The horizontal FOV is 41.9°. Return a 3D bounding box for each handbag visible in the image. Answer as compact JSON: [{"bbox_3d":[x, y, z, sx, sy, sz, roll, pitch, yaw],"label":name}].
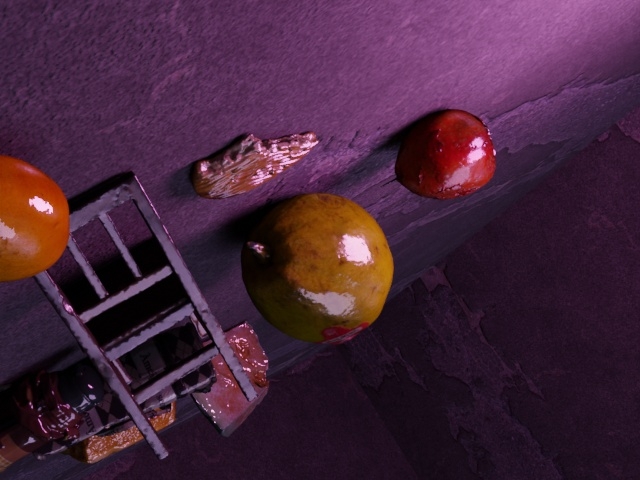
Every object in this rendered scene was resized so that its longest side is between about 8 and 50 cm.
[{"bbox_3d":[-0.456,0.349,1.891,0.415,0.180,0.317,-23,170,-17],"label":"handbag"}]

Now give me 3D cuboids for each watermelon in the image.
[{"bbox_3d":[-0.279,0.409,2.382,0.302,0.264,0.151,-27,168,-44],"label":"watermelon"}]

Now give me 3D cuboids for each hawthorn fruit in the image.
[{"bbox_3d":[0.227,-0.149,1.633,0.235,0.181,0.181,-30,168,-6],"label":"hawthorn fruit"}]

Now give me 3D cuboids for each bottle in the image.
[{"bbox_3d":[-0.547,0.342,1.619,0.271,0.156,0.143,-30,-153,1],"label":"bottle"}]

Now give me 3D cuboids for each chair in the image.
[{"bbox_3d":[-0.286,0.078,1.231,0.203,0.416,0.240,-30,-147,-11],"label":"chair"}]

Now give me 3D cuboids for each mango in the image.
[{"bbox_3d":[-0.334,-0.020,0.803,0.144,0.112,0.219,-33,164,15],"label":"mango"}]

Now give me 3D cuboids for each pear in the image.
[{"bbox_3d":[-0.021,0.045,1.565,0.287,0.287,0.375,-37,151,21],"label":"pear"}]

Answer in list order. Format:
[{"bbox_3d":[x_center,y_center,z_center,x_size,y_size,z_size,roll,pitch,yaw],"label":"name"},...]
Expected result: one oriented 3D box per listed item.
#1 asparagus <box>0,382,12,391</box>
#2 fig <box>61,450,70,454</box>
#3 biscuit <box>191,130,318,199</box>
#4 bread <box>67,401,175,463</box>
[{"bbox_3d":[-0.626,0.283,1.526,0.016,0.013,0.166,-49,164,21],"label":"asparagus"},{"bbox_3d":[-0.660,0.516,2.204,0.154,0.103,0.109,-15,125,-27],"label":"fig"},{"bbox_3d":[-0.092,-0.119,1.249,0.228,0.031,0.176,-28,169,-21],"label":"biscuit"},{"bbox_3d":[-0.513,0.451,2.150,0.294,0.132,0.167,-22,140,-40],"label":"bread"}]
